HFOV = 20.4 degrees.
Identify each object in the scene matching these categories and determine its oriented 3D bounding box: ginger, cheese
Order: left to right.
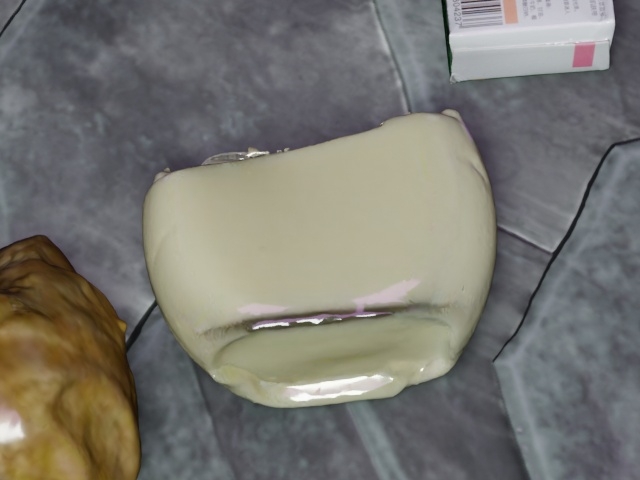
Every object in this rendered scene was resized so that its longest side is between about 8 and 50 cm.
[{"bbox_3d":[-0.230,0.121,1.262,0.200,0.269,0.223,-22,94,13],"label":"ginger"},{"bbox_3d":[0.000,0.000,1.340,0.266,0.127,0.233,-8,61,-2],"label":"cheese"}]

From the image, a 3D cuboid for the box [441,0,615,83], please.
[{"bbox_3d":[0.163,-0.234,1.464,0.135,0.081,0.199,-4,66,2],"label":"box"}]
